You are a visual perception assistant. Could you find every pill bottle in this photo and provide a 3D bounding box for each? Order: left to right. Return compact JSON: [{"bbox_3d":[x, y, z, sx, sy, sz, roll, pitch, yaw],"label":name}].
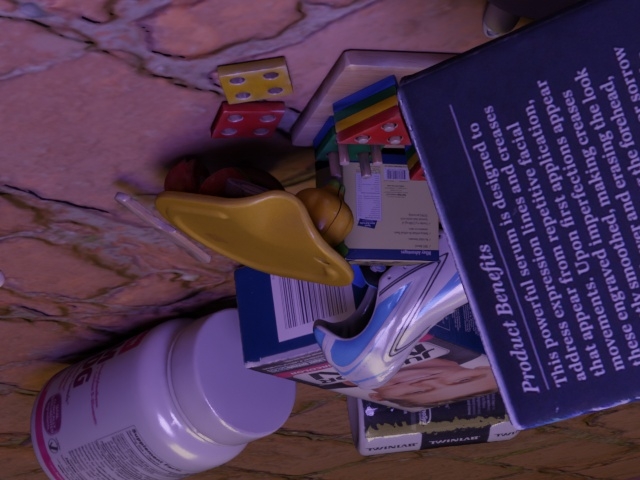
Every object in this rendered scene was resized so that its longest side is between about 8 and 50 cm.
[{"bbox_3d":[-0.167,0.174,1.485,0.160,0.160,0.283,11,153,-43],"label":"pill bottle"},{"bbox_3d":[0.158,0.180,1.665,0.246,0.130,0.130,-5,161,-5],"label":"pill bottle"}]

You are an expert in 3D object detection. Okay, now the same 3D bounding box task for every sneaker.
[{"bbox_3d":[0.091,0.023,1.173,0.237,0.086,0.085,-46,-165,6],"label":"sneaker"}]

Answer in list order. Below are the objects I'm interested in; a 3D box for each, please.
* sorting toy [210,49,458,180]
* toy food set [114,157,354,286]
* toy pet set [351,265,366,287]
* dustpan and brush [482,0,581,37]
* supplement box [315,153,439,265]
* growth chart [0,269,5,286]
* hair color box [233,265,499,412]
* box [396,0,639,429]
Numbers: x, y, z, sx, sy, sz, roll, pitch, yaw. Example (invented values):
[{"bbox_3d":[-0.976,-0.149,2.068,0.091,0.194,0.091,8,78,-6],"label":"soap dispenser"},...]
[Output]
[{"bbox_3d":[0.053,-0.084,1.003,0.275,0.046,0.132,0,159,-19],"label":"sorting toy"},{"bbox_3d":[-0.052,-0.028,1.060,0.218,0.071,0.128,9,158,48],"label":"toy food set"},{"bbox_3d":[0.000,0.000,1.193,0.122,0.065,0.114,-15,159,22],"label":"toy pet set"},{"bbox_3d":[0.128,-0.161,0.817,0.147,0.060,0.211,8,152,-7],"label":"dustpan and brush"},{"bbox_3d":[0.044,-0.023,1.098,0.083,0.083,0.056,1,175,-22],"label":"supplement box"},{"bbox_3d":[-0.368,0.030,1.080,0.237,0.021,0.172,-3,-173,-42],"label":"growth chart"},{"bbox_3d":[0.082,0.089,1.417,0.174,0.105,0.347,-17,159,28],"label":"hair color box"},{"bbox_3d":[0.299,-0.066,0.780,0.396,0.211,0.293,-20,176,35],"label":"box"}]
